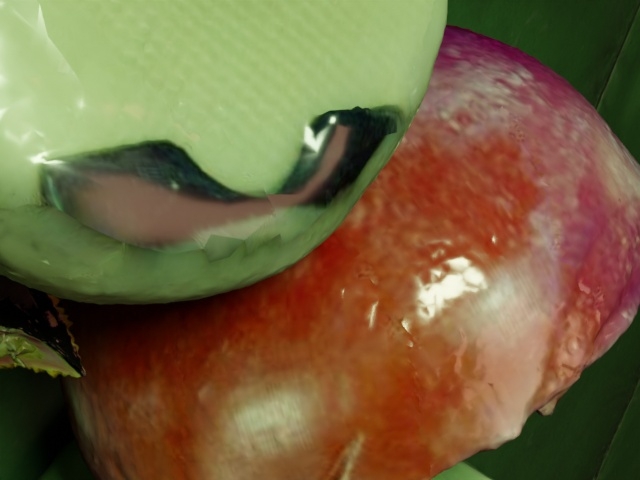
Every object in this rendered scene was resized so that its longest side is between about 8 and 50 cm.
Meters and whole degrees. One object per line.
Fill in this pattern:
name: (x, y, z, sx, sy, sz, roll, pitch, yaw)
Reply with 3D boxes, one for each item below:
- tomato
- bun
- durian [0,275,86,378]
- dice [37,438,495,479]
tomato: (0.003, -0.004, 0.891, 0.176, 0.335, 0.289, 66, 33, -26)
bun: (-0.095, -0.106, 0.759, 0.283, 0.179, 0.283, 4, 82, -33)
durian: (-0.212, 0.016, 0.775, 0.108, 0.119, 0.187, -34, 150, 24)
dice: (-0.017, 0.280, 1.064, 0.330, 0.318, 0.322, -56, 154, -15)
